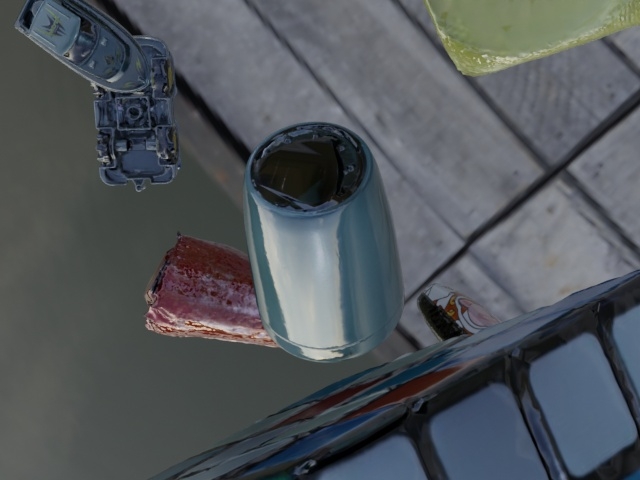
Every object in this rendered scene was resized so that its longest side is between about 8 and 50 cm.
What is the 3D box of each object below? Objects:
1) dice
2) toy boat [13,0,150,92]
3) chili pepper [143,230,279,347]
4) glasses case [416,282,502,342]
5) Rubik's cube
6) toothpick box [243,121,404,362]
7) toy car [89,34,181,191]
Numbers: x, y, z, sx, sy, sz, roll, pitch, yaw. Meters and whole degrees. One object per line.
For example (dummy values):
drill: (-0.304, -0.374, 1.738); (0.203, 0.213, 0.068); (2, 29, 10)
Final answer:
dice: (0.166, -0.228, 1.098); (0.166, 0.169, 0.169); (-16, 96, 20)
toy boat: (-0.196, -0.168, 1.215); (0.141, 0.060, 0.055); (35, 104, 18)
chili pepper: (-0.071, 0.074, 1.616); (0.252, 0.136, 0.144); (16, 139, -7)
glasses case: (0.193, 0.127, 1.624); (0.103, 0.067, 0.267); (38, -175, -33)
Rubik's cube: (0.031, 0.116, 0.401); (0.151, 0.154, 0.155); (-24, 88, 46)
toothpick box: (0.000, 0.000, 1.101); (0.120, 0.120, 0.184); (21, 148, 23)
toy car: (-0.224, -0.160, 1.771); (0.097, 0.100, 0.191); (-2, 104, 4)
